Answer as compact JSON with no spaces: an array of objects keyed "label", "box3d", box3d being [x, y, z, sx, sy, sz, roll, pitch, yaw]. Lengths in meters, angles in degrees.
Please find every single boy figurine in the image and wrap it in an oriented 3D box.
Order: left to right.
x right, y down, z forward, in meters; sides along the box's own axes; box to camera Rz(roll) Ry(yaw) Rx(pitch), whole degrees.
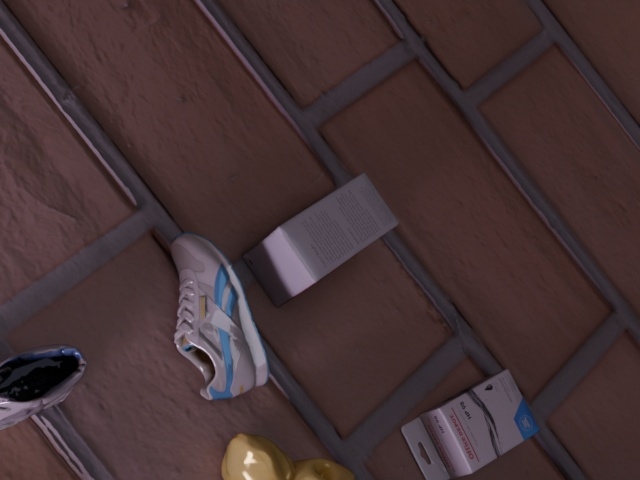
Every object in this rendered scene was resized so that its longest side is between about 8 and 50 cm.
[{"label":"boy figurine","box3d":[-0.018,0.358,1.380,0.285,0.092,0.177,40,58,-7]}]

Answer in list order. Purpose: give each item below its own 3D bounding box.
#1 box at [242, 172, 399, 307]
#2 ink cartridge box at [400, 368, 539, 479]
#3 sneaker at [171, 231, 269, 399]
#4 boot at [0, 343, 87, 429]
[{"label":"box","box3d":[0.000,0.000,1.504,0.170,0.130,0.091,-34,89,-32]},{"label":"ink cartridge box","box3d":[0.216,0.271,1.552,0.180,0.060,0.104,-23,83,-32]},{"label":"sneaker","box3d":[-0.149,0.096,1.417,0.092,0.087,0.228,-19,78,-30]},{"label":"boot","box3d":[-0.395,0.178,1.233,0.258,0.123,0.095,-22,82,-32]}]
